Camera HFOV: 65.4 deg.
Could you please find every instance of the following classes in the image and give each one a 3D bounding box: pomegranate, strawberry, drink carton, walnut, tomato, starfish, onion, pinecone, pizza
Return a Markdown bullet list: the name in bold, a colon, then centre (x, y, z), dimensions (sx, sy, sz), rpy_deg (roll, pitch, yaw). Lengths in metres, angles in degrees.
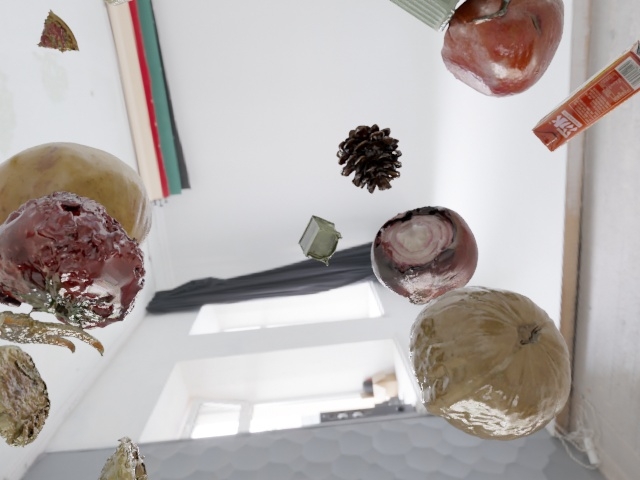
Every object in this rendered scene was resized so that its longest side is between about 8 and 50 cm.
- **pomegranate**: centre (-0.606, -0.079, 1.215), dimensions (0.410, 0.410, 0.410), rpy_deg (175, 90, -89)
- **strawberry**: centre (-0.453, 0.025, 0.927), dimensions (0.274, 0.274, 0.220), rpy_deg (86, -175, -50)
- **drink carton**: centre (0.532, -0.275, 0.971), dimensions (0.071, 0.096, 0.223), rpy_deg (48, 138, 2)
- **walnut**: centre (0.230, 0.173, 0.710), dimensions (0.228, 0.228, 0.228), rpy_deg (175, 90, -89)
- **tomato**: centre (0.429, -0.420, 1.119), dimensions (0.309, 0.309, 0.170), rpy_deg (87, 168, -56)
- **starfish**: centre (-0.440, 0.140, 0.777), dimensions (0.247, 0.138, 0.050), rpy_deg (46, -132, -63)
- **onion**: centre (0.337, 0.048, 1.627), dimensions (0.341, 0.341, 0.341), rpy_deg (175, 90, -89)
- **pinecone**: centre (0.151, -0.235, 1.476), dimensions (0.208, 0.208, 0.207), rpy_deg (175, 90, -89)
- **pizza**: centre (-0.655, -0.509, 1.253), dimensions (0.100, 0.099, 0.029), rpy_deg (-55, 14, 22)

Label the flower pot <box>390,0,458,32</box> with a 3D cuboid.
- **flower pot**: centre (0.245, -0.596, 1.057), dimensions (0.239, 0.190, 0.209), rpy_deg (-60, 2, -28)

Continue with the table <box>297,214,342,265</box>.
- **table**: centre (0.000, 0.000, 1.104), dimensions (0.079, 0.062, 0.083), rpy_deg (-63, 21, 15)

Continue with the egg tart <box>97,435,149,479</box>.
- **egg tart**: centre (-0.315, 0.438, 0.801), dimensions (0.252, 0.098, 0.232), rpy_deg (-141, 40, -62)

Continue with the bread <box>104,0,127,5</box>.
- **bread**: centre (-0.479, -0.664, 1.209), dimensions (0.148, 0.141, 0.134), rpy_deg (56, -160, -58)

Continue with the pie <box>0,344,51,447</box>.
- **pie**: centre (-0.794, 0.399, 1.294), dimensions (0.274, 0.055, 0.274), rpy_deg (159, 90, -84)
